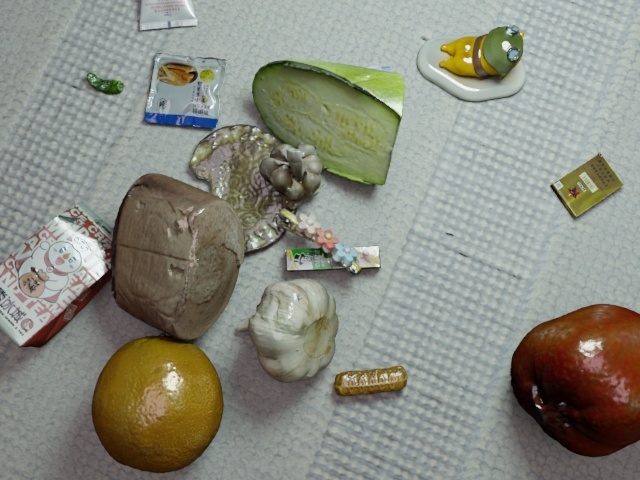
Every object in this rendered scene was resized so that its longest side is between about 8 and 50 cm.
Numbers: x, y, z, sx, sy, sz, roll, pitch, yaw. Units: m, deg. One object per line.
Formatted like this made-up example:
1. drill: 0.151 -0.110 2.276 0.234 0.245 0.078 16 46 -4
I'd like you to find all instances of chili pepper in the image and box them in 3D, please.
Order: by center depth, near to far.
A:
1. chili pepper: -0.492 -0.357 1.484 0.091 0.034 0.030 16 48 4

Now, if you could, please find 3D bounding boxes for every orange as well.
1. orange: -0.315 0.312 1.268 0.264 0.264 0.264 0 81 1

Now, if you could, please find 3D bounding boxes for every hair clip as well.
1. hair clip: 0.002 -0.005 1.368 0.214 0.056 0.062 31 40 13

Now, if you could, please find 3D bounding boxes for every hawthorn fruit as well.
1. hawthorn fruit: 0.530 0.258 1.238 0.312 0.295 0.295 -22 81 0

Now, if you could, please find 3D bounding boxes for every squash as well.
1. squash: 0.001 -0.269 1.359 0.309 0.233 0.210 7 49 -3

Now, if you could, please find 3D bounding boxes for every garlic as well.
1. garlic: -0.083 0.172 1.328 0.212 0.219 0.218 7 79 37
2. garlic: -0.062 -0.152 1.336 0.131 0.194 0.127 -22 77 1

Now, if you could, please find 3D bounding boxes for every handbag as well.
1. handbag: -0.548 0.073 1.360 0.298 0.151 0.171 -44 88 -14

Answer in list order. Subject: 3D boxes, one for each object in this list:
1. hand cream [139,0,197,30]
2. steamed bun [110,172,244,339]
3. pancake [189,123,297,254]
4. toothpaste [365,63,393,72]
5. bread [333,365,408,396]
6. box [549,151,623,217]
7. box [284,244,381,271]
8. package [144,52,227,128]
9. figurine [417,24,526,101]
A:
1. hand cream: -0.360 -0.616 1.505 0.133 0.083 0.247 -3 91 1
2. steamed bun: -0.280 0.028 1.322 0.252 0.199 0.301 21 103 33
3. pancake: -0.182 -0.111 1.436 0.286 0.033 0.288 -42 82 -4
4. toothpaste: 0.066 -0.367 1.465 0.197 0.047 0.040 -6 84 0
5. bread: 0.105 0.295 1.356 0.157 0.044 0.052 -6 78 0
6. box: 0.588 -0.122 1.429 0.133 0.023 0.090 -33 80 -4
7. box: 0.027 0.040 1.401 0.207 0.041 0.049 -2 79 0
8. package: -0.306 -0.342 1.476 0.171 0.027 0.173 6 77 2
9. figurine: 0.344 -0.406 1.421 0.250 0.141 0.166 5 82 2
